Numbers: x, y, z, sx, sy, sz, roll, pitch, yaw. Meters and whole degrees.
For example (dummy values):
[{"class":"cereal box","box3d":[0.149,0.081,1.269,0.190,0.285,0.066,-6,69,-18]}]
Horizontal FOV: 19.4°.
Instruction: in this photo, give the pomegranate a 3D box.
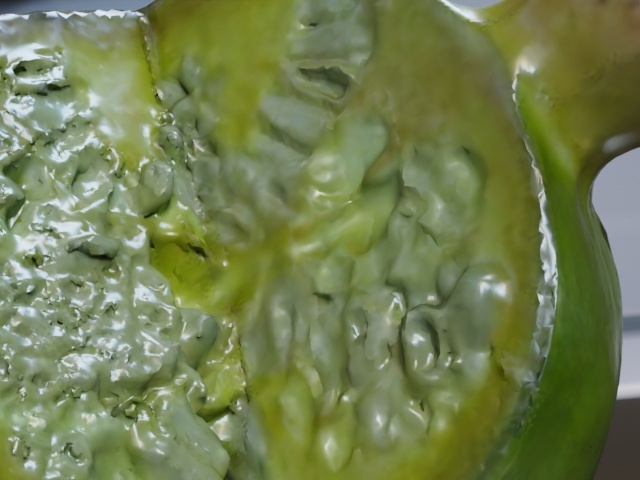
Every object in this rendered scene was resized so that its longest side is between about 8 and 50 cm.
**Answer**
[{"class":"pomegranate","box3d":[0.001,0.008,0.367,0.143,0.169,0.122,58,-8,35]}]
